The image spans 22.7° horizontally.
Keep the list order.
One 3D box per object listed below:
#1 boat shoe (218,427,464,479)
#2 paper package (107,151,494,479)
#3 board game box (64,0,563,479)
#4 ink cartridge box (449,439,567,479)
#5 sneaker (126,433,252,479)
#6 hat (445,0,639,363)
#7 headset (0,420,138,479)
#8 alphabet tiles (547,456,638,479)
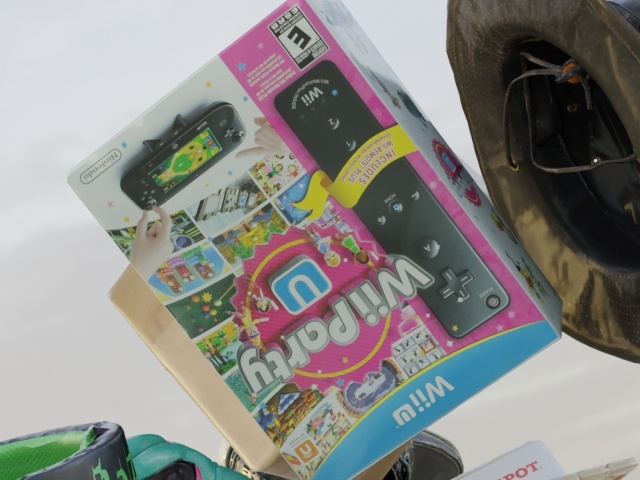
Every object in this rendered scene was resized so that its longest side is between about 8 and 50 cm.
[{"bbox_3d":[0.048,0.284,1.926,0.340,0.127,0.113,15,11,-32],"label":"boat shoe"},{"bbox_3d":[0.007,0.026,1.502,0.168,0.309,0.325,23,-73,-48],"label":"paper package"},{"bbox_3d":[0.000,0.000,1.162,0.224,0.303,0.097,-36,6,15],"label":"board game box"},{"bbox_3d":[0.223,0.379,1.717,0.197,0.273,0.114,-25,-39,-7],"label":"ink cartridge box"},{"bbox_3d":[-0.161,0.245,1.155,0.295,0.178,0.124,-48,-7,-45],"label":"sneaker"},{"bbox_3d":[0.228,-0.078,1.193,0.134,0.331,0.331,-23,-12,-21],"label":"hat"},{"bbox_3d":[-0.299,0.156,0.870,0.394,0.185,0.243,-18,3,-2],"label":"headset"},{"bbox_3d":[0.107,0.271,1.261,0.285,0.011,0.342,-46,-23,24],"label":"alphabet tiles"}]
